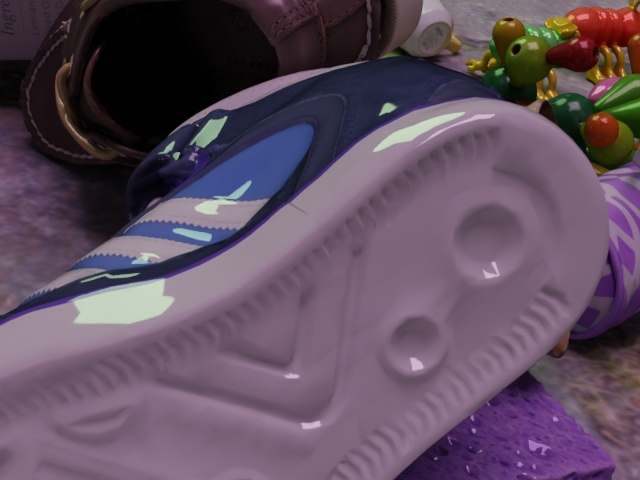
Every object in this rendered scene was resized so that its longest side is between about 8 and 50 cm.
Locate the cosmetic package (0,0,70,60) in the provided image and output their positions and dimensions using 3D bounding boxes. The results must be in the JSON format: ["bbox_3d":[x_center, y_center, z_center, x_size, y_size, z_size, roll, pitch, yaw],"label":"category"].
[{"bbox_3d":[-0.232,-0.247,0.854,0.453,0.161,0.230,-2,40,-5],"label":"cosmetic package"}]

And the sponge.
[{"bbox_3d":[0.015,0.092,0.559,0.210,0.031,0.117,-5,31,-26],"label":"sponge"}]

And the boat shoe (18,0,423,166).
[{"bbox_3d":[-0.088,-0.095,0.677,0.324,0.117,0.096,-9,23,49],"label":"boat shoe"}]

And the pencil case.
[{"bbox_3d":[0.188,-0.003,0.751,0.206,0.088,0.086,-19,78,-44],"label":"pencil case"}]

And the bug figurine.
[{"bbox_3d":[0.259,-0.136,1.026,0.216,0.072,0.279,-9,34,-32],"label":"bug figurine"}]

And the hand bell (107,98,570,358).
[{"bbox_3d":[0.000,0.000,0.642,0.242,0.126,0.126,-3,24,18],"label":"hand bell"}]

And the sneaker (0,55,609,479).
[{"bbox_3d":[-0.059,0.040,0.495,0.322,0.130,0.236,-34,16,-5],"label":"sneaker"}]

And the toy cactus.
[{"bbox_3d":[0.143,-0.090,0.842,0.180,0.112,0.219,-3,-7,28],"label":"toy cactus"}]

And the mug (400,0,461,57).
[{"bbox_3d":[0.090,-0.191,1.081,0.078,0.062,0.064,-12,43,-25],"label":"mug"}]

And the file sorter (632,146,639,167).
[{"bbox_3d":[0.338,-0.036,0.664,0.277,0.193,0.173,45,42,15],"label":"file sorter"}]
